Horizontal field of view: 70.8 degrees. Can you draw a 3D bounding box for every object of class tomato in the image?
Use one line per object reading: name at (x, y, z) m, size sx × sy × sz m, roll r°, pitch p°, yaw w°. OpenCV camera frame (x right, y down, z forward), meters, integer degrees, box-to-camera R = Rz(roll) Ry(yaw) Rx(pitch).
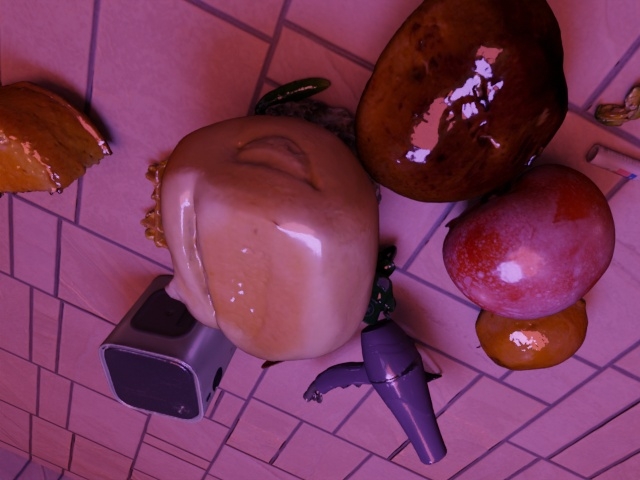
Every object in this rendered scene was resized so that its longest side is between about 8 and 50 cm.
tomato at (0.345, 0.011, 0.756) m, size 0.270 × 0.270 × 0.227 m, roll -37°, pitch 90°, yaw 32°

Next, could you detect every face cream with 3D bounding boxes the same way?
face cream at (0.523, -0.125, 0.765) m, size 0.130 × 0.034 × 0.034 m, roll 20°, pitch 126°, yaw 0°

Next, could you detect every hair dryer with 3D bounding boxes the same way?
hair dryer at (0.095, 0.348, 1.024) m, size 0.361 × 0.121 × 0.301 m, roll -23°, pitch 91°, yaw 43°

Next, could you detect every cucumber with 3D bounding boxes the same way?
cucumber at (-0.063, -0.266, 0.825) m, size 0.167 × 0.039 × 0.039 m, roll -15°, pitch 118°, yaw 21°

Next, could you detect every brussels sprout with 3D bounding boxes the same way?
brussels sprout at (0.486, -0.211, 0.715) m, size 0.083 × 0.046 × 0.051 m, roll -25°, pitch 118°, yaw 39°

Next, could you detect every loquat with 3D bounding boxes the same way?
loquat at (0.421, 0.174, 0.915) m, size 0.234 × 0.176 × 0.187 m, roll -36°, pitch 92°, yaw 28°

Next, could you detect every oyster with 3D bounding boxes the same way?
oyster at (0.011, -0.141, 0.828) m, size 0.267 × 0.112 × 0.199 m, roll 22°, pitch 116°, yaw -1°

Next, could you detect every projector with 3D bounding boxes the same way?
projector at (-0.364, 0.267, 1.136) m, size 0.247 × 0.249 × 0.249 m, roll 10°, pitch 126°, yaw 8°

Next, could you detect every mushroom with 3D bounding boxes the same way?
mushroom at (0.216, -0.226, 0.686) m, size 0.344 × 0.260 × 0.346 m, roll -9°, pitch 143°, yaw -7°

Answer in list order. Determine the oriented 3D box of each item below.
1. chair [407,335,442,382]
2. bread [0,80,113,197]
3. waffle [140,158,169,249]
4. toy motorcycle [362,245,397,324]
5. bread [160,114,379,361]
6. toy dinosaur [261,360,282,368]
chair at (0.212, 0.301, 1.120) m, size 0.084 × 0.102 × 0.212 m, roll -35°, pitch 146°, yaw 32°
bread at (-0.624, -0.210, 0.913) m, size 0.339 × 0.194 × 0.179 m, roll 2°, pitch 131°, yaw 18°
waffle at (-0.282, -0.056, 1.013) m, size 0.281 × 0.058 × 0.301 m, roll 38°, pitch 125°, yaw -11°
toy motorcycle at (0.063, 0.128, 0.966) m, size 0.124 × 0.187 × 0.274 m, roll 38°, pitch 125°, yaw -12°
bread at (-0.071, -0.005, 0.746) m, size 0.347 × 0.253 × 0.376 m, roll 16°, pitch 134°, yaw 19°
toy dinosaur at (-0.118, 0.166, 1.038) m, size 0.112 × 0.207 × 0.327 m, roll -19°, pitch 150°, yaw -21°
